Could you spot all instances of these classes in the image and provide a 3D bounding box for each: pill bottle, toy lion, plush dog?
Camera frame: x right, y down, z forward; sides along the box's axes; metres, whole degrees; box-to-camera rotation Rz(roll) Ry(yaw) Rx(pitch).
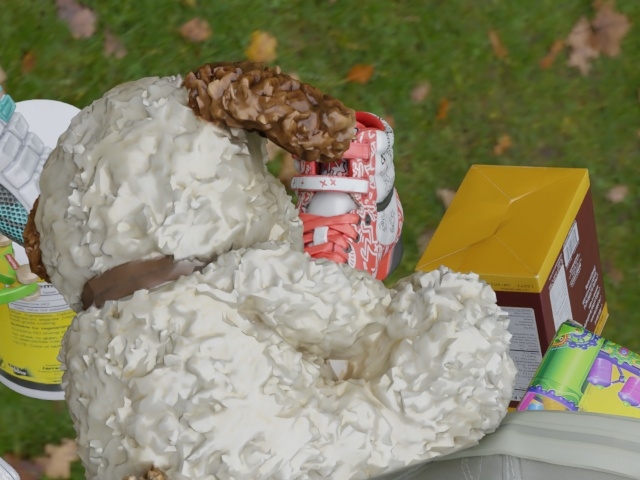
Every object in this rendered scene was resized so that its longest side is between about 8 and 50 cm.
[{"bbox_3d":[-0.303,0.011,1.881,0.188,0.334,0.188,1,48,-1],"label":"pill bottle"},{"bbox_3d":[-0.337,0.030,1.662,0.096,0.100,0.034,-20,137,-26],"label":"toy lion"},{"bbox_3d":[-0.069,0.030,0.833,0.211,0.262,0.225,-4,73,-53],"label":"plush dog"}]

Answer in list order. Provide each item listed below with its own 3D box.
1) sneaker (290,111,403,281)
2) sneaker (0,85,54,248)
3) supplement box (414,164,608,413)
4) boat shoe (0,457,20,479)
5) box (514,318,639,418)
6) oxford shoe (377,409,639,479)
[{"bbox_3d":[-0.001,0.000,1.280,0.270,0.090,0.145,-59,147,-57],"label":"sneaker"},{"bbox_3d":[-0.201,-0.033,1.069,0.166,0.076,0.065,55,35,-29],"label":"sneaker"},{"bbox_3d":[0.203,0.054,1.745,0.191,0.129,0.194,-58,143,-46],"label":"supplement box"},{"bbox_3d":[-0.337,0.214,1.625,0.100,0.035,0.035,43,37,-6],"label":"boat shoe"},{"bbox_3d":[0.243,0.264,1.290,0.290,0.177,0.279,28,50,10],"label":"box"},{"bbox_3d":[0.106,0.167,0.891,0.169,0.449,0.130,30,66,-32],"label":"oxford shoe"}]
